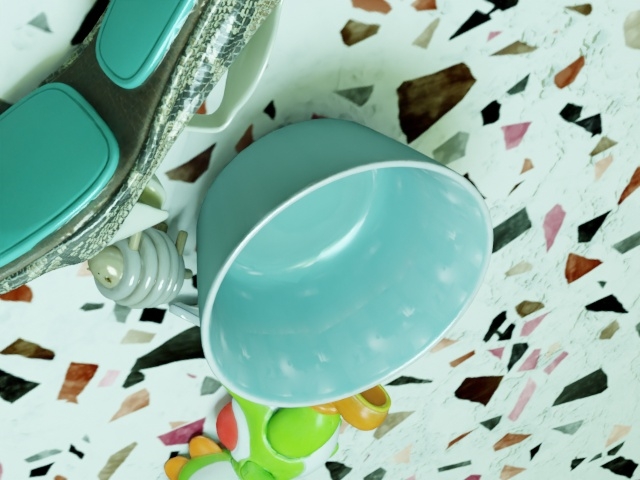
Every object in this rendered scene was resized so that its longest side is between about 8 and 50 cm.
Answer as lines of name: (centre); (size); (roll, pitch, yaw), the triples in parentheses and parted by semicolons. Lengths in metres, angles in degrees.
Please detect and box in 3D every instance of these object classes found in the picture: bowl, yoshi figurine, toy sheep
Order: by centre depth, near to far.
toy sheep: (-0.174, 0.025, 1.386); (0.132, 0.091, 0.091); (10, 123, -44)
bowl: (0.000, 0.000, 1.406); (0.311, 0.163, 0.311); (-17, 136, -16)
yoshi figurine: (-0.034, 0.275, 1.629); (0.203, 0.203, 0.362); (13, 125, -46)

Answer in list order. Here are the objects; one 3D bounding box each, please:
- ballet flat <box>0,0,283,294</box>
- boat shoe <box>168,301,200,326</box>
ballet flat: (-0.156, -0.114, 1.221); (0.483, 0.164, 0.182); (-50, 145, 14)
boat shoe: (-0.118, 0.077, 1.509); (0.100, 0.035, 0.035); (22, 89, -38)
